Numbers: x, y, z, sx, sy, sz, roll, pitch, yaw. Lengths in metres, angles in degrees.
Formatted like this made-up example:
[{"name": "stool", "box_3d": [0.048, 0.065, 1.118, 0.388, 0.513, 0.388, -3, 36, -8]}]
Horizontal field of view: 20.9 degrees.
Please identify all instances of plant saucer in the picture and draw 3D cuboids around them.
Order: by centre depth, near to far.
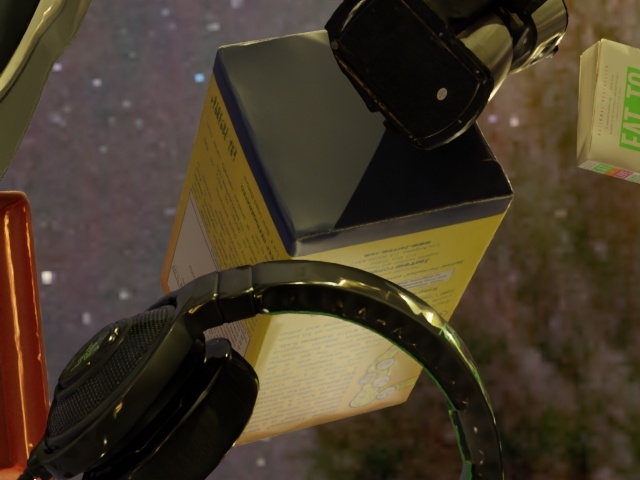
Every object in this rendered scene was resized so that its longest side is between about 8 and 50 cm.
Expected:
[{"name": "plant saucer", "box_3d": [-0.333, 0.090, 1.417, 0.258, 0.047, 0.259, -2, -94, -55]}]

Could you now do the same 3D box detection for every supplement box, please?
[{"name": "supplement box", "box_3d": [0.000, 0.000, 1.503, 0.356, 0.195, 0.194, 111, 142, -55]}]

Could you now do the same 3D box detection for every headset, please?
[{"name": "headset", "box_3d": [-0.089, 0.145, 1.047, 0.185, 0.394, 0.243, -97, -9, -72]}]

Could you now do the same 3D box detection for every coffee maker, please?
[{"name": "coffee maker", "box_3d": [0.094, -0.181, 1.322, 0.178, 0.120, 0.171, -44, -67, -51]}]

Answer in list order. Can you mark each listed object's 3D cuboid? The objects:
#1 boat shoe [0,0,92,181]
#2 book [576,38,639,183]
[{"name": "boat shoe", "box_3d": [-0.229, -0.113, 1.150, 0.255, 0.079, 0.095, -64, -7, -8]}, {"name": "book", "box_3d": [0.260, -0.083, 1.280, 0.035, 0.144, 0.096, 142, 138, -65]}]
